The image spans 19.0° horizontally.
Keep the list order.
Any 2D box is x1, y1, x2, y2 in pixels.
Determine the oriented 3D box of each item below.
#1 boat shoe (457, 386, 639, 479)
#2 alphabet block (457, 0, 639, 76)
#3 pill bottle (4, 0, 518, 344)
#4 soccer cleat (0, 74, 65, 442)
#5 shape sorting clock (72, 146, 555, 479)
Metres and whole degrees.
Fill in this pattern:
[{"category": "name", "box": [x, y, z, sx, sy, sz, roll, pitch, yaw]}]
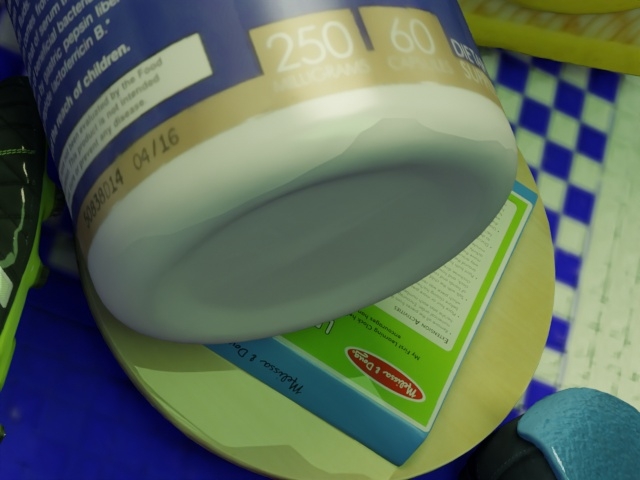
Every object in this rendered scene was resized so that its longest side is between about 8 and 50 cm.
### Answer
[{"category": "boat shoe", "box": [0.154, 0.176, 0.785, 0.109, 0.089, 0.258, -27, 85, -43]}, {"category": "alphabet block", "box": [0.114, -0.203, 0.787, 0.192, 0.193, 0.197, 8, 68, -24]}, {"category": "pill bottle", "box": [-0.042, -0.109, 0.693, 0.153, 0.153, 0.264, -8, 65, -29]}, {"category": "soccer cleat", "box": [-0.139, 0.018, 0.688, 0.072, 0.060, 0.179, 16, 72, -17]}, {"category": "shape sorting clock", "box": [0.000, 0.000, 0.772, 0.206, 0.040, 0.206, 10, 63, -21]}]
